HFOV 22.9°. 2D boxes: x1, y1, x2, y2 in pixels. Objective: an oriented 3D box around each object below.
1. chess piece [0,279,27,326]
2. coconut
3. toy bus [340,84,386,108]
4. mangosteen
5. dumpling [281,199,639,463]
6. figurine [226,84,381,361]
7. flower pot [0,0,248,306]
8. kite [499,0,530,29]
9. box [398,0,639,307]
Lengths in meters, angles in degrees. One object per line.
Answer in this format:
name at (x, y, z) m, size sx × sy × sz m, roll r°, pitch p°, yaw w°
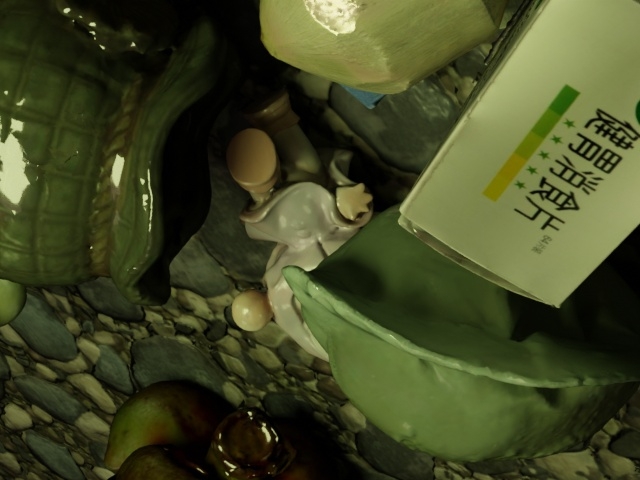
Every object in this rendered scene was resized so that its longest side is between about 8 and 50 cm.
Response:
chess piece at (-0.337, 0.029, 1.602) m, size 0.144 × 0.251 × 0.144 m, roll 21°, pitch 140°, yaw 19°
coconut at (0.037, -0.188, 1.107) m, size 0.183 × 0.171 × 0.171 m, roll -25°, pitch 119°, yaw 8°
toy bus at (-0.008, -0.216, 1.229) m, size 0.094 × 0.079 × 0.236 m, roll -34°, pitch 106°, yaw 35°
mangosteen at (-0.137, 0.378, 1.733) m, size 0.381 × 0.381 × 0.421 m, roll 3°, pitch 119°, yaw 37°
dumpling at (0.148, 0.085, 1.265) m, size 0.270 × 0.320 × 0.212 m, roll 42°, pitch 141°, yaw 30°
figurine at (0.000, 0.001, 1.402) m, size 0.276 × 0.200 × 0.133 m, roll 62°, pitch -179°, yaw -27°
flower pot at (-0.191, -0.104, 1.330) m, size 0.213 × 0.302 × 0.302 m, roll 17°, pitch 141°, yaw 2°
kite at (0.175, -0.236, 1.103) m, size 0.310 × 0.015 × 0.169 m, roll -9°, pitch 123°, yaw 45°
box at (0.190, -0.112, 1.068) m, size 0.145 × 0.173 × 0.333 m, roll 32°, pitch 147°, yaw 0°
